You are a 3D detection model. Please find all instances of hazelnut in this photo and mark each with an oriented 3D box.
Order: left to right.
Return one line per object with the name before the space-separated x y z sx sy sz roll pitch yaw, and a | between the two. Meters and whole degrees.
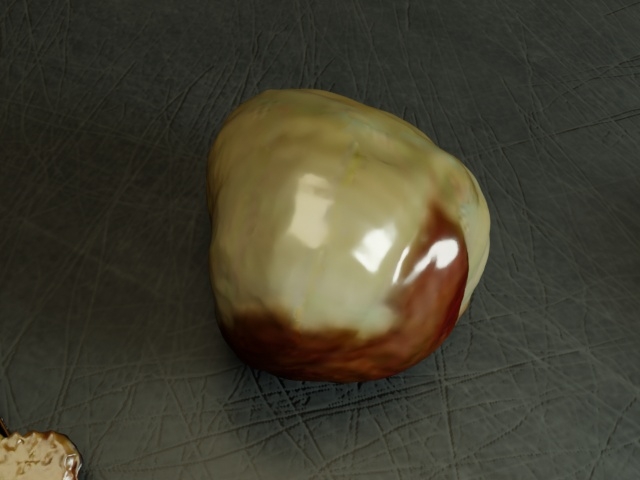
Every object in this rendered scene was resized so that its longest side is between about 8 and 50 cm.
hazelnut | 0.000 0.000 0.564 0.261 0.241 0.261 24 43 -24

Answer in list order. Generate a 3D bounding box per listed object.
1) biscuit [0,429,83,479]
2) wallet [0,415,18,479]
biscuit | -0.285 0.236 0.433 0.232 0.013 0.236 7 64 -15
wallet | -0.332 0.152 0.515 0.161 0.042 0.195 -29 61 -27
